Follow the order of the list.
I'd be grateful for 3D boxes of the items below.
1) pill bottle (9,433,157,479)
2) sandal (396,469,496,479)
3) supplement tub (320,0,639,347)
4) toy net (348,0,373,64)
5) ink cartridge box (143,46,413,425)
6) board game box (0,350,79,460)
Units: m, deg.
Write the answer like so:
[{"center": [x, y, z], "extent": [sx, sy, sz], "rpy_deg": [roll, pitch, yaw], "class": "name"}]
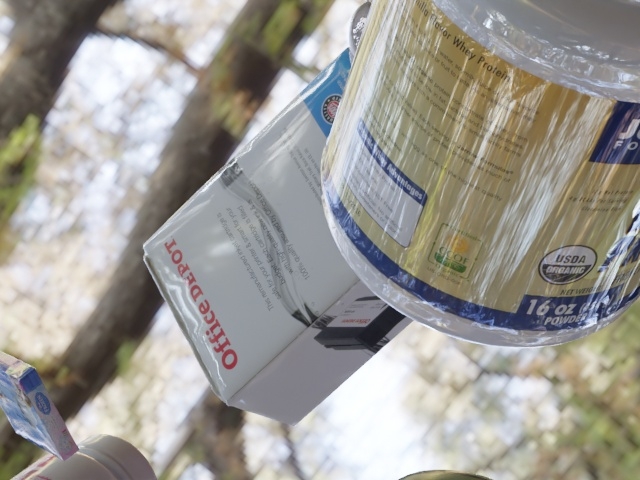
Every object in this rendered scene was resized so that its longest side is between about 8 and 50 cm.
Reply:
[{"center": [-0.324, 0.349, 2.134], "extent": [0.160, 0.160, 0.283], "rpy_deg": [40, -146, 11], "class": "pill bottle"}, {"center": [0.092, 0.215, 1.250], "extent": [0.120, 0.086, 0.303], "rpy_deg": [50, 158, 8], "class": "sandal"}, {"center": [0.140, -0.112, 1.060], "extent": [0.228, 0.316, 0.228], "rpy_deg": [9, -134, -10], "class": "supplement tub"}, {"center": [0.043, -0.189, 1.267], "extent": [0.045, 0.232, 0.122], "rpy_deg": [13, -139, 23], "class": "toy net"}, {"center": [0.000, 0.000, 1.785], "extent": [0.129, 0.307, 0.223], "rpy_deg": [26, -154, -51], "class": "ink cartridge box"}, {"center": [-0.253, 0.138, 1.530], "extent": [0.090, 0.020, 0.090], "rpy_deg": [17, 138, 52], "class": "board game box"}]
